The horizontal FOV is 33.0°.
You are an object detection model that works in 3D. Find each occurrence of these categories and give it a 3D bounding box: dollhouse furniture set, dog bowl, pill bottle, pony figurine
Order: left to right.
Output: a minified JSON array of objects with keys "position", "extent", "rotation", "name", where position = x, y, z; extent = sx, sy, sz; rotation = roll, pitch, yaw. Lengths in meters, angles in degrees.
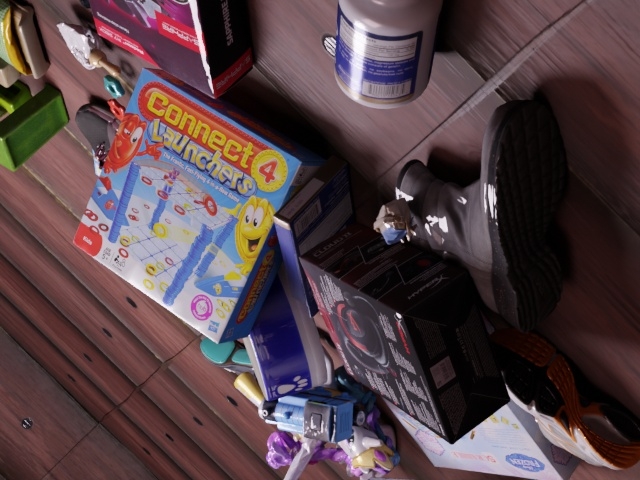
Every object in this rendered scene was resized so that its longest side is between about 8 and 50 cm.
[{"position":[-0.598,-0.307,1.936],"extent":[0.198,0.151,0.301],"rotation":[32,151,22],"name":"dollhouse furniture set"},{"position":[-0.080,0.124,1.767],"extent":[0.265,0.104,0.264],"rotation":[161,90,-82],"name":"dog bowl"},{"position":[-0.011,0.346,1.994],"extent":[0.363,0.303,0.351],"rotation":[48,148,25],"name":"pony figurine"},{"position":[0.073,-0.241,1.161],"extent":[0.112,0.112,0.186],"rotation":[34,151,19],"name":"pill bottle"}]

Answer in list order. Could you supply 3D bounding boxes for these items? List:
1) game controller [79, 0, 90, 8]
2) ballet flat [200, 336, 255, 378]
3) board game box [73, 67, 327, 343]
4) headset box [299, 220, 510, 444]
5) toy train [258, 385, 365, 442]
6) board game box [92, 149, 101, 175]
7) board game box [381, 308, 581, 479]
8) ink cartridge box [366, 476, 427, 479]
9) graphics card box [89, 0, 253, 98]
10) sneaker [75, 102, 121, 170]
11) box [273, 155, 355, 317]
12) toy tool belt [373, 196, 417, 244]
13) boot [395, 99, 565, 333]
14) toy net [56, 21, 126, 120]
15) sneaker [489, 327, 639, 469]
[{"position":[-0.356,-0.465,1.502],"extent":[0.166,0.067,0.319],"rotation":[46,156,29],"name":"game controller"},{"position":[-0.173,0.252,2.251],"extent":[0.203,0.074,0.074],"rotation":[9,138,45],"name":"ballet flat"},{"position":[-0.186,-0.055,1.608],"extent":[0.308,0.086,0.301],"rotation":[31,107,22],"name":"board game box"},{"position":[0.101,0.113,1.469],"extent":[0.293,0.110,0.218],"rotation":[26,144,57],"name":"headset box"},{"position":[-0.019,0.287,1.803],"extent":[0.184,0.105,0.080],"rotation":[6,94,31],"name":"toy train"},{"position":[-0.361,-0.117,2.023],"extent":[0.154,0.026,0.103],"rotation":[37,152,13],"name":"board game box"},{"position":[0.210,0.239,1.711],"extent":[0.318,0.066,0.319],"rotation":[53,151,-17],"name":"board game box"},{"position":[0.193,0.483,1.918],"extent":[0.333,0.065,0.165],"rotation":[12,143,-27],"name":"ink cartridge box"},{"position":[-0.214,-0.376,1.381],"extent":[0.233,0.094,0.371],"rotation":[32,150,23],"name":"graphics card box"},{"position":[-0.358,-0.105,1.885],"extent":[0.281,0.162,0.106],"rotation":[42,153,3],"name":"sneaker"},{"position":[0.000,0.000,1.577],"extent":[0.037,0.136,0.225],"rotation":[26,148,29],"name":"box"},{"position":[0.095,-0.015,1.363],"extent":[0.051,0.052,0.083],"rotation":[63,165,17],"name":"toy tool belt"},{"position":[0.174,-0.050,1.310],"extent":[0.223,0.118,0.338],"rotation":[35,145,39],"name":"boot"},{"position":[-0.338,-0.269,1.761],"extent":[0.232,0.045,0.122],"rotation":[48,155,-5],"name":"toy net"},{"position":[0.323,0.233,1.524],"extent":[0.262,0.099,0.121],"rotation":[43,158,4],"name":"sneaker"}]
